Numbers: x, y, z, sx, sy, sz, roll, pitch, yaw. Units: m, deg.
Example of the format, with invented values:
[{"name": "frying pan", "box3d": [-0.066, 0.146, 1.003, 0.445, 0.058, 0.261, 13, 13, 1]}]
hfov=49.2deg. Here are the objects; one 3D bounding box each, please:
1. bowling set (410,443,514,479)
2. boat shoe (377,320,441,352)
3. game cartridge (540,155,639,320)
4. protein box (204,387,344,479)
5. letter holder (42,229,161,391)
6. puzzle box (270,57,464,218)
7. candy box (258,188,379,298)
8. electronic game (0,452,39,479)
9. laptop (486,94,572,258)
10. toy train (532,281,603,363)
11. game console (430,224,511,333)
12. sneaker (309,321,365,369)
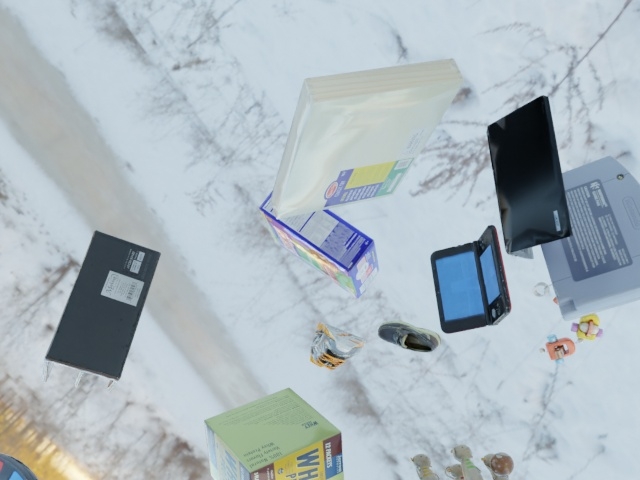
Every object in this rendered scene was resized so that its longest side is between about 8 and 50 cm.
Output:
[{"name": "bowling set", "box3d": [0.386, 0.553, 1.674, 0.287, 0.200, 0.154, 27, -159, -24]}, {"name": "boat shoe", "box3d": [0.196, 0.220, 1.592, 0.152, 0.049, 0.056, 5, 110, 29]}, {"name": "game cartridge", "box3d": [0.487, -0.011, 1.230, 0.198, 0.297, 0.062, -18, 137, 18]}, {"name": "protein box", "box3d": [-0.090, 0.417, 1.362, 0.201, 0.200, 0.136, 25, 124, 53]}, {"name": "letter holder", "box3d": [-0.485, 0.171, 1.540, 0.152, 0.302, 0.214, 20, 148, -15]}, {"name": "puzzle box", "box3d": [0.064, -0.173, 1.292, 0.409, 0.272, 0.052, 117, 137, -62]}, {"name": "candy box", "box3d": [0.000, 0.000, 1.955, 0.317, 0.122, 0.268, 35, 168, 19]}, {"name": "electronic game", "box3d": [-0.377, 0.338, 0.730, 0.229, 0.229, 0.048, 26, 168, 31]}, {"name": "laptop", "box3d": [0.379, -0.097, 1.225, 0.137, 0.234, 0.264, -11, 169, 30]}, {"name": "toy train", "box3d": [0.470, 0.157, 1.339, 0.125, 0.046, 0.166, -14, 100, 16]}, {"name": "game console", "box3d": [0.234, 0.063, 1.104, 0.085, 0.144, 0.124, -5, 159, -4]}, {"name": "sneaker", "box3d": [0.025, 0.206, 1.319, 0.084, 0.083, 0.215, 25, 172, -4]}]
